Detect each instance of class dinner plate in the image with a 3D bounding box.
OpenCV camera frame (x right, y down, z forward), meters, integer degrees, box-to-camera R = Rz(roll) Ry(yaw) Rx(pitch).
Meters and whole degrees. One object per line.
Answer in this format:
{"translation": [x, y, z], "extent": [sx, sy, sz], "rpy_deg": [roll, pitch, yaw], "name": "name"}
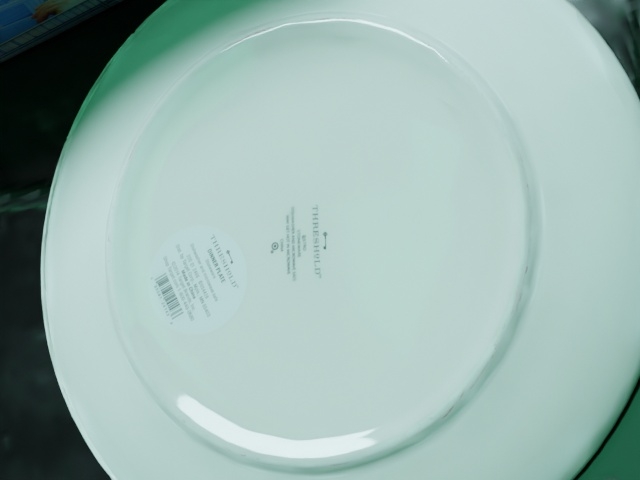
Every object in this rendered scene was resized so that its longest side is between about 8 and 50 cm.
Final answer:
{"translation": [0.000, 0.000, 0.328], "extent": [0.141, 0.017, 0.141], "rpy_deg": [-4, 79, 23], "name": "dinner plate"}

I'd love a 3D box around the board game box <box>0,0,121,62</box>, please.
{"translation": [-0.105, -0.111, 0.365], "extent": [0.194, 0.060, 0.194], "rpy_deg": [-9, 78, 19], "name": "board game box"}
